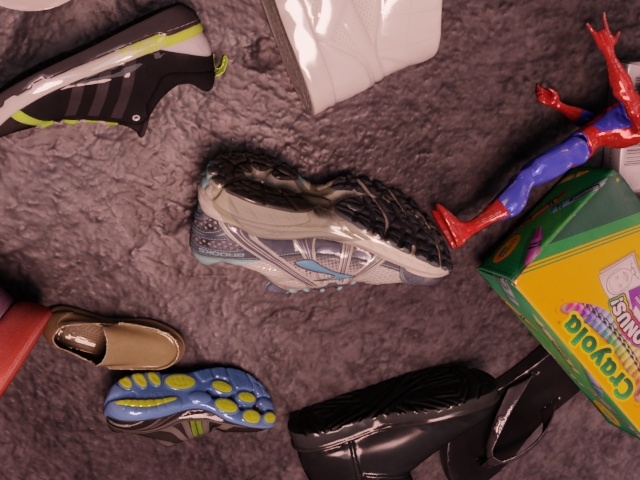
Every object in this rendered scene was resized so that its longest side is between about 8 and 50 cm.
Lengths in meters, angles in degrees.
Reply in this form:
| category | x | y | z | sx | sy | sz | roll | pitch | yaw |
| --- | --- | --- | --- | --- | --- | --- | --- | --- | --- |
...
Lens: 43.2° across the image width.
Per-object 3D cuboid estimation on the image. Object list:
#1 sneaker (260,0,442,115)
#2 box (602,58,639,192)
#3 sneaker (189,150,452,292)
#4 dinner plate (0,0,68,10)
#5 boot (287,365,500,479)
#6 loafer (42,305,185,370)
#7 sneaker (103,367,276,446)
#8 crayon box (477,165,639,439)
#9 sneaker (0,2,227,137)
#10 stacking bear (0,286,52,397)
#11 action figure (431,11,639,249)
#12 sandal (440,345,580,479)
| category | x | y | z | sx | sy | sz | roll | pitch | yaw |
| --- | --- | --- | --- | --- | --- | --- | --- | --- | --- |
| sneaker | 0.018 | -0.277 | 0.724 | 0.169 | 0.108 | 0.293 | -24 | 122 | -6 |
| box | 0.408 | -0.131 | 0.893 | 0.186 | 0.038 | 0.145 | -6 | 109 | -10 |
| sneaker | 0.000 | 0.000 | 0.825 | 0.283 | 0.110 | 0.122 | 17 | 127 | -20 |
| dinner plate | -0.261 | -0.273 | 0.703 | 0.141 | 0.017 | 0.141 | -4 | 110 | -10 |
| boot | 0.098 | 0.269 | 0.926 | 0.246 | 0.094 | 0.207 | -16 | 108 | 0 |
| loafer | -0.211 | 0.107 | 0.825 | 0.148 | 0.050 | 0.056 | 11 | 106 | -16 |
| sneaker | -0.139 | 0.180 | 0.867 | 0.188 | 0.067 | 0.078 | 5 | 141 | -24 |
| crayon box | 0.325 | 0.073 | 0.898 | 0.165 | 0.081 | 0.278 | -46 | 108 | -6 |
| sneaker | -0.196 | -0.128 | 0.730 | 0.234 | 0.084 | 0.097 | -26 | 113 | -3 |
| stacking bear | -0.405 | 0.055 | 0.710 | 0.289 | 0.175 | 0.164 | 33 | 110 | -12 |
| action figure | 0.229 | -0.117 | 0.819 | 0.280 | 0.091 | 0.139 | -28 | 87 | 1 |
| sandal | 0.240 | 0.200 | 0.958 | 0.097 | 0.054 | 0.254 | 41 | 96 | -22 |
